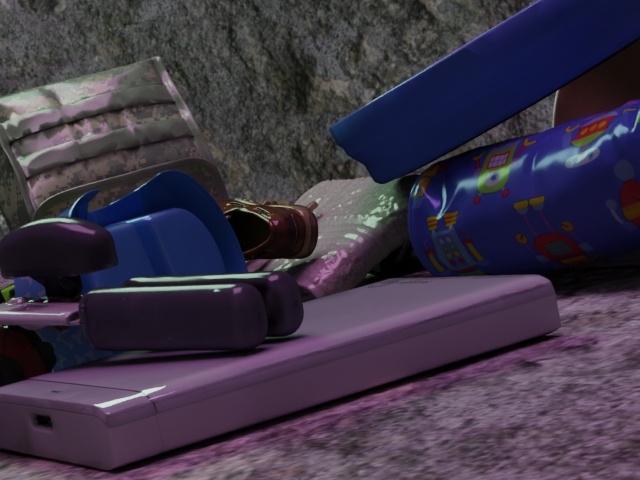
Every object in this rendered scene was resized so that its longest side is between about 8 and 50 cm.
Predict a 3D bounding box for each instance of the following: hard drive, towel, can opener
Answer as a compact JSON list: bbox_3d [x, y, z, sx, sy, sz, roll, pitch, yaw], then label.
[{"bbox_3d":[-0.038,0.087,1.353,0.353,0.047,0.233,-14,5,-29],"label":"hard drive"},{"bbox_3d":[0.000,0.000,1.883,0.187,0.049,0.282,-41,16,-21],"label":"towel"},{"bbox_3d":[-0.138,0.028,1.354,0.283,0.095,0.076,-3,9,42],"label":"can opener"}]

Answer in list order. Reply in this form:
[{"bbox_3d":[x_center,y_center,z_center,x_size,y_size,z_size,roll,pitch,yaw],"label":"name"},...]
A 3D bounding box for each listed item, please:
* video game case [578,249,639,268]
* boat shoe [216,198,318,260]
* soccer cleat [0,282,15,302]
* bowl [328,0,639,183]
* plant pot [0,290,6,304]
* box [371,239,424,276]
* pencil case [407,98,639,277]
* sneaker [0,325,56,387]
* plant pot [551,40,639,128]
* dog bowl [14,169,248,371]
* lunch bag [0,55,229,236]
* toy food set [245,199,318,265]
[{"bbox_3d":[0.345,-0.007,1.665,0.190,0.022,0.173,-16,6,-32],"label":"video game case"},{"bbox_3d":[-0.084,-0.009,1.803,0.178,0.064,0.060,-2,-1,44],"label":"boat shoe"},{"bbox_3d":[-0.288,0.070,2.190,0.179,0.060,0.072,-7,-6,-13],"label":"soccer cleat"},{"bbox_3d":[0.193,-0.175,1.757,0.391,0.077,0.391,-32,3,2],"label":"bowl"},{"bbox_3d":[-0.396,0.070,1.748,0.187,0.167,0.188,-12,6,8],"label":"plant pot"},{"bbox_3d":[0.172,-0.031,2.103,0.295,0.073,0.293,-13,6,-8],"label":"box"},{"bbox_3d":[0.210,-0.046,1.572,0.119,0.133,0.306,28,-30,-31],"label":"pencil case"},{"bbox_3d":[-0.340,0.121,1.431,0.276,0.097,0.135,-8,13,4],"label":"sneaker"},{"bbox_3d":[0.394,-0.138,1.893,0.191,0.284,0.284,24,-13,-27],"label":"plant pot"},{"bbox_3d":[-0.161,0.037,1.632,0.074,0.166,0.297,-22,0,23],"label":"dog bowl"},{"bbox_3d":[-0.237,-0.041,2.134,0.235,0.287,0.169,-16,-31,-22],"label":"lunch bag"},{"bbox_3d":[-0.089,-0.008,1.939,0.132,0.038,0.192,-41,12,-26],"label":"toy food set"}]
